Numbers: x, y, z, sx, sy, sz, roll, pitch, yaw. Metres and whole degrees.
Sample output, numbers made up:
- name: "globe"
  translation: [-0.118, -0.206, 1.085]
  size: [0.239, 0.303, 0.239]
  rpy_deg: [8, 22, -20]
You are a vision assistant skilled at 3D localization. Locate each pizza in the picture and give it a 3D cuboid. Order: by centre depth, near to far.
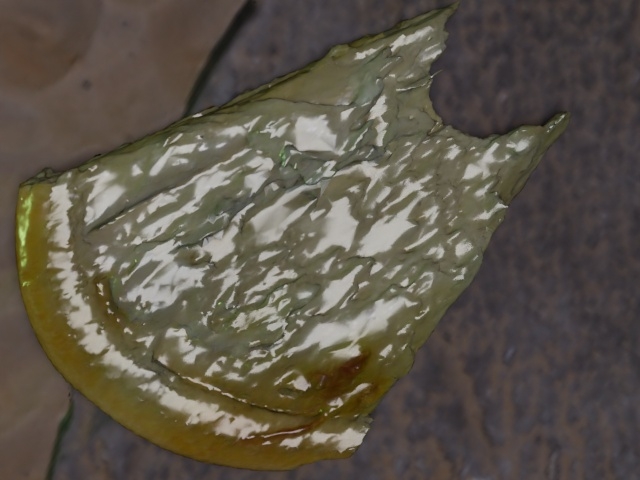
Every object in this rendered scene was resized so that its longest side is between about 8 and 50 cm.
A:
- name: "pizza"
  translation: [0.000, 0.000, 0.723]
  size: [0.262, 0.034, 0.181]
  rpy_deg: [-31, 98, -5]
